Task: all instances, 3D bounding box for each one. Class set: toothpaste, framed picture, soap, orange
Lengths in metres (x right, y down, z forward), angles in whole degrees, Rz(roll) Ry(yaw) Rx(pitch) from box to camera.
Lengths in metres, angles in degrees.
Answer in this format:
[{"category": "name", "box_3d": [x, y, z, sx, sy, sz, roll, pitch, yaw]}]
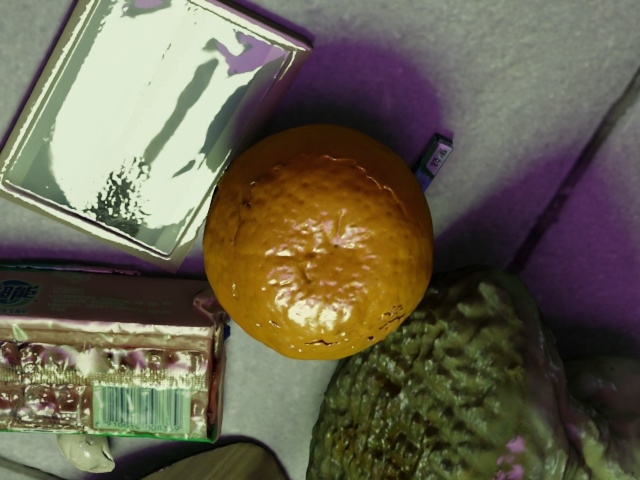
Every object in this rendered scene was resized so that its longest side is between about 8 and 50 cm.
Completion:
[{"category": "toothpaste", "box_3d": [0.099, -0.065, 1.653, 0.020, 0.017, 0.083, 25, 120, -14]}, {"category": "framed picture", "box_3d": [-0.168, -0.117, 1.619, 0.213, 0.016, 0.289, 25, 119, -15]}, {"category": "soap", "box_3d": [-0.229, 0.120, 1.724, 0.273, 0.098, 0.218, 4, 122, -2]}, {"category": "orange", "box_3d": [-0.001, 0.002, 1.589, 0.219, 0.193, 0.219, -1, 85, 9]}]

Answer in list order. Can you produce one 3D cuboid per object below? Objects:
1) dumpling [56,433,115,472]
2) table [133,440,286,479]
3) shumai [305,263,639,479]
[{"category": "dumpling", "box_3d": [-0.256, 0.220, 1.823, 0.077, 0.043, 0.059, 33, 139, -23]}, {"category": "table", "box_3d": [-0.100, 0.414, 1.750, 0.317, 0.249, 0.317, -4, 105, -17]}, {"category": "shumai", "box_3d": [0.187, 0.226, 1.690, 0.323, 0.324, 0.397, 13, 118, -30]}]
